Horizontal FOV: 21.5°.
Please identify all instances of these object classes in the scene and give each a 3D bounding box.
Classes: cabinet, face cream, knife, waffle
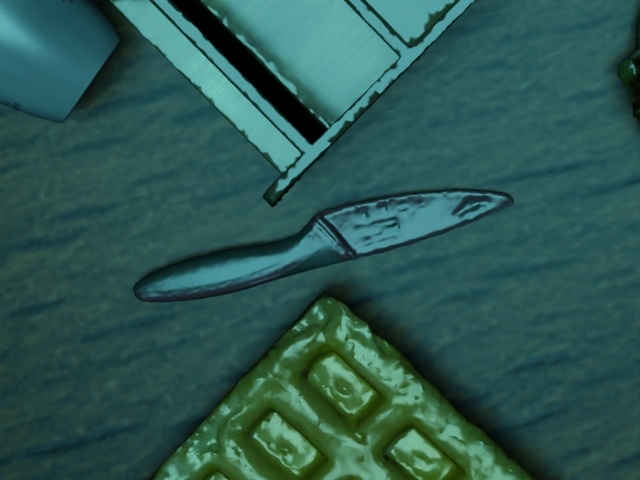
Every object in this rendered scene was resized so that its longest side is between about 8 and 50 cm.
[{"bbox_3d":[-0.008,-0.161,0.974,0.175,0.148,0.215,45,98,-3],"label":"cabinet"},{"bbox_3d":[-0.177,-0.124,1.024,0.095,0.091,0.091,35,100,-9],"label":"face cream"},{"bbox_3d":[0.000,0.000,1.066,0.247,0.018,0.035,-15,94,4],"label":"knife"},{"bbox_3d":[0.004,0.188,1.072,0.221,0.055,0.248,43,100,-2],"label":"waffle"}]

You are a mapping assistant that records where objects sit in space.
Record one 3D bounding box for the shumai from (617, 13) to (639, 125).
[{"bbox_3d":[0.267,-0.108,0.962,0.184,0.142,0.184,0,95,4],"label":"shumai"}]
